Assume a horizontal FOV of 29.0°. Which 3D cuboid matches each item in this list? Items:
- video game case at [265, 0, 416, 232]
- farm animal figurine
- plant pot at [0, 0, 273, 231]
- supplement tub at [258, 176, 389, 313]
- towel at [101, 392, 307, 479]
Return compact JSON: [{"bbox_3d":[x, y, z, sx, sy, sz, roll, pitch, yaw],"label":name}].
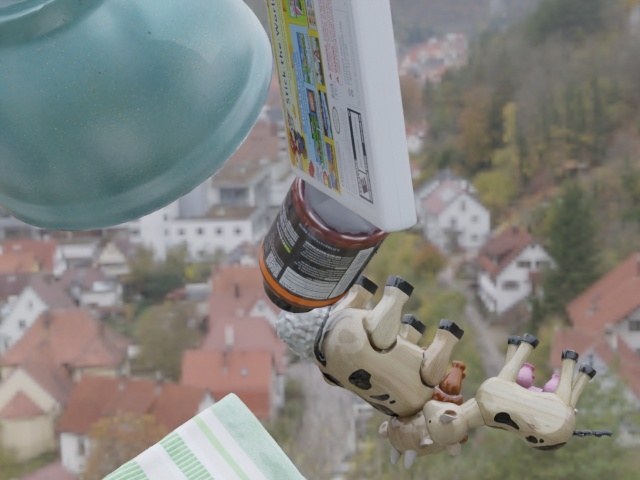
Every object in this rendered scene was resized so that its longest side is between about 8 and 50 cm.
[{"bbox_3d":[0.004,-0.136,0.815,0.026,0.227,0.206,-13,17,-15],"label":"video game case"},{"bbox_3d":[0.121,0.175,1.450,0.327,0.172,0.330,33,-20,-15],"label":"farm animal figurine"},{"bbox_3d":[-0.211,-0.183,1.069,0.293,0.196,0.293,-12,50,14],"label":"plant pot"},{"bbox_3d":[0.000,0.000,1.224,0.106,0.106,0.198,-5,-26,-22],"label":"supplement tub"},{"bbox_3d":[-0.172,0.391,1.815,0.325,0.248,0.038,-31,-20,-36],"label":"towel"}]
